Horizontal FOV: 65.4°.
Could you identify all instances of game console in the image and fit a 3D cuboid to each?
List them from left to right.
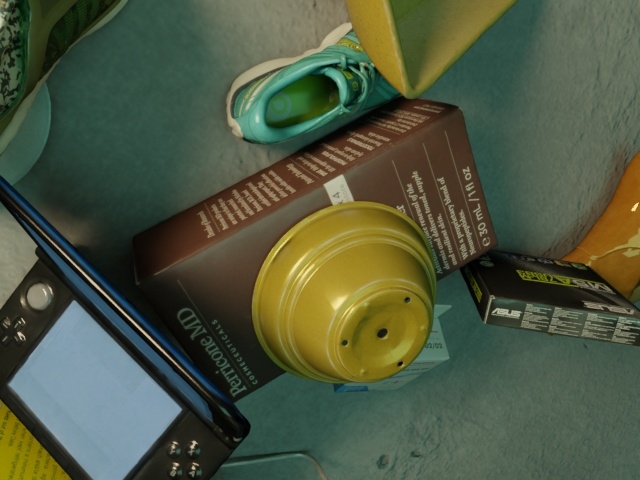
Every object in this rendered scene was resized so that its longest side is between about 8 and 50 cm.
[{"bbox_3d":[-0.220,0.125,0.449,0.293,0.173,0.250,41,96,11],"label":"game console"}]

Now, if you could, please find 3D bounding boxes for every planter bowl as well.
[{"bbox_3d":[0.047,0.076,0.508,0.218,0.090,0.217,-8,112,-19],"label":"planter bowl"}]

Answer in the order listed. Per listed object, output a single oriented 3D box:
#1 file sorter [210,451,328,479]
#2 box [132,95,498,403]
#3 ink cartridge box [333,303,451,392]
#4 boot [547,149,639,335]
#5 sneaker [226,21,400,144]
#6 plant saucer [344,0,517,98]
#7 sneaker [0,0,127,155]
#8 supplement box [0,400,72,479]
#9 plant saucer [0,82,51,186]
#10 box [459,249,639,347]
[{"bbox_3d":[-0.084,0.479,0.712,0.173,0.193,0.277,5,108,-26],"label":"file sorter"},{"bbox_3d":[0.000,0.000,0.589,0.382,0.143,0.191,-30,118,-7],"label":"box"},{"bbox_3d":[0.095,0.149,0.670,0.105,0.061,0.181,4,147,-23],"label":"ink cartridge box"},{"bbox_3d":[0.445,0.014,0.787,0.212,0.104,0.294,-17,119,-15],"label":"boot"},{"bbox_3d":[0.031,-0.174,0.548,0.276,0.110,0.107,-30,118,-9],"label":"sneaker"},{"bbox_3d":[0.091,-0.348,0.451,0.332,0.081,0.332,-46,130,-33],"label":"plant saucer"},{"bbox_3d":[-0.225,-0.205,0.364,0.158,0.182,0.409,30,78,-31],"label":"sneaker"},{"bbox_3d":[-0.345,0.313,0.541,0.357,0.195,0.194,32,96,-28],"label":"supplement box"},{"bbox_3d":[-0.354,-0.130,0.455,0.195,0.037,0.194,-7,111,-19],"label":"plant saucer"},{"bbox_3d":[0.297,0.067,0.669,0.191,0.184,0.045,9,107,4],"label":"box"}]
